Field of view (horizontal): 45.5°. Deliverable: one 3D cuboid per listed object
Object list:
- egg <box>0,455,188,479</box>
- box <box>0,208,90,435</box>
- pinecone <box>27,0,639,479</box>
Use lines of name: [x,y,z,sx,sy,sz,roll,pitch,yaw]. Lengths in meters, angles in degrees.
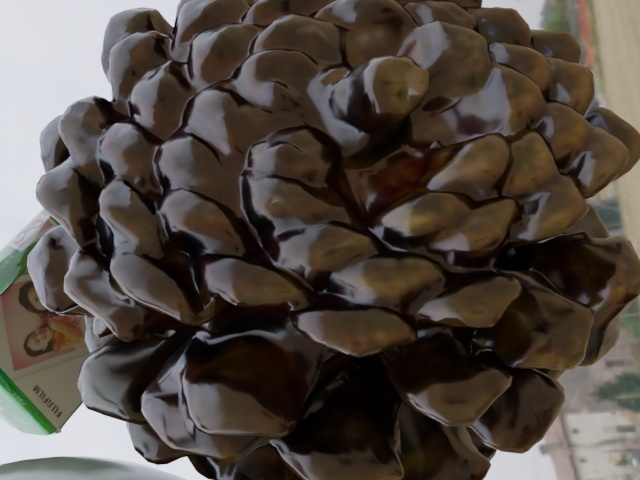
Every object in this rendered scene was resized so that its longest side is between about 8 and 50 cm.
egg: [-0.182,0.278,0.516,0.258,0.351,0.259,-1,-90,-69]
box: [-0.292,0.070,0.851,0.250,0.103,0.180,-55,-50,-36]
pinecone: [0.000,0.000,0.544,0.397,0.397,0.398,-10,-90,-70]
